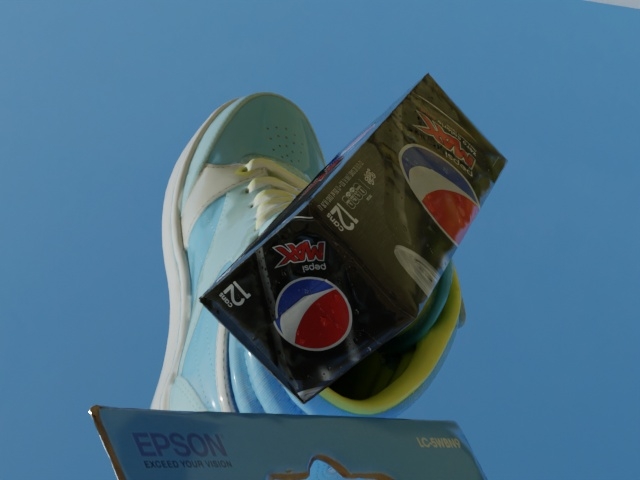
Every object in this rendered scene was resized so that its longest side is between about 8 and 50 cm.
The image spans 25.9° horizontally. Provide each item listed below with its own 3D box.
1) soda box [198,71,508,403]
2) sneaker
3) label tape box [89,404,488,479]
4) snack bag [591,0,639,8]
[{"bbox_3d":[0.020,-0.008,0.531,0.053,0.060,0.169,47,-152,-4],"label":"soda box"},{"bbox_3d":[0.000,0.000,0.771,0.127,0.208,0.319,19,-132,-23],"label":"sneaker"},{"bbox_3d":[0.035,0.230,0.535,0.241,0.106,0.333,11,-141,-49],"label":"label tape box"},{"bbox_3d":[-0.023,-0.139,0.257,0.343,0.323,0.037,14,-105,23],"label":"snack bag"}]
